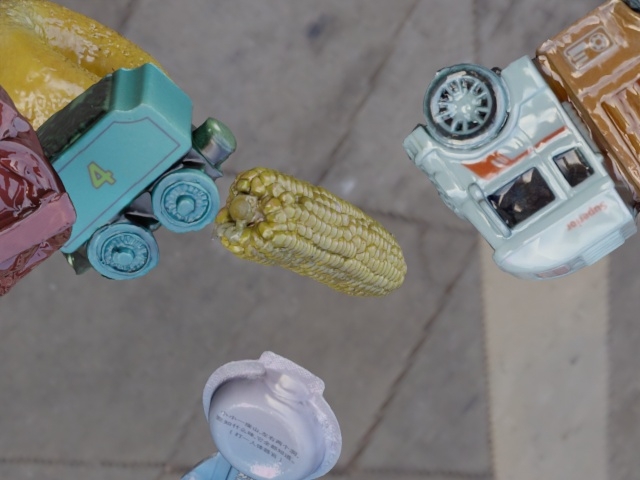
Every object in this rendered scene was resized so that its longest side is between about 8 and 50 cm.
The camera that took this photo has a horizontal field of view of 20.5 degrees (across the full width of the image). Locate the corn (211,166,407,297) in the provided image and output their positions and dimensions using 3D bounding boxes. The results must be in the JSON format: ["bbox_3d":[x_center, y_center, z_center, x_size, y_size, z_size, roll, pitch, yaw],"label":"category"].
[{"bbox_3d":[0.000,0.000,1.807,0.291,0.101,0.101,25,101,-52],"label":"corn"}]

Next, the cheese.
[{"bbox_3d":[-0.052,0.182,1.586,0.052,0.135,0.245,-54,170,-42],"label":"cheese"}]

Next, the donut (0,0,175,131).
[{"bbox_3d":[-0.277,-0.171,1.962,0.277,0.277,0.108,4,124,-51],"label":"donut"}]

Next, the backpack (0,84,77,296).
[{"bbox_3d":[-0.314,-0.025,1.385,0.229,0.139,0.229,-15,118,-30],"label":"backpack"}]

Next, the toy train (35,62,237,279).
[{"bbox_3d":[-0.178,-0.058,1.587,0.198,0.107,0.154,-37,115,18],"label":"toy train"}]

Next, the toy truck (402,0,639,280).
[{"bbox_3d":[0.216,-0.090,1.132,0.305,0.162,0.136,-33,169,8],"label":"toy truck"}]
